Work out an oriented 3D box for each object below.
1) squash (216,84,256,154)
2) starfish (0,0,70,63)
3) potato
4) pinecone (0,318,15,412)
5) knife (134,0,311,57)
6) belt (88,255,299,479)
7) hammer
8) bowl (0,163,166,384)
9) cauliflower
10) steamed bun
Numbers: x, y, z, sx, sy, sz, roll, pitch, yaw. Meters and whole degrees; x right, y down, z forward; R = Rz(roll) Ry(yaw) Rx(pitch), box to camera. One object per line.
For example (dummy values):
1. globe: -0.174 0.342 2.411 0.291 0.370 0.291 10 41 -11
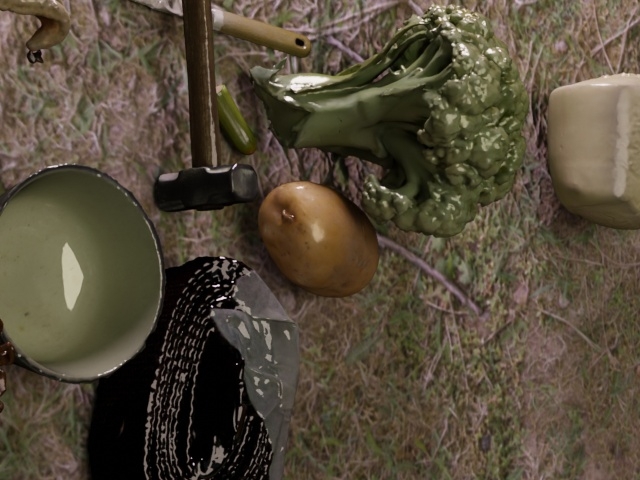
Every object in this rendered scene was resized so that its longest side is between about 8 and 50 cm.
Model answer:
1. squash: -0.095 -0.128 2.014 0.027 0.027 0.083 -48 119 -35
2. starfish: -0.374 -0.361 1.503 0.432 0.082 0.324 20 61 -21
3. potato: 0.000 0.000 2.040 0.109 0.118 0.178 -45 144 11
4. pinecone: -0.365 0.103 1.626 0.207 0.207 0.208 4 83 -43
5. knife: -0.126 -0.252 2.003 0.298 0.017 0.047 13 78 -38
6. belt: -0.119 0.160 1.875 0.184 0.164 0.289 16 75 -33
7. hammer: -0.129 -0.213 1.941 0.043 0.111 0.365 2 82 -50
8. bowl: -0.264 0.033 1.782 0.211 0.112 0.211 3 85 -44
9. cauliflower: 0.098 -0.116 2.044 0.281 0.327 0.260 -23 71 -6
10. steamed bun: 0.380 -0.113 2.378 0.250 0.154 0.200 0 90 -50
